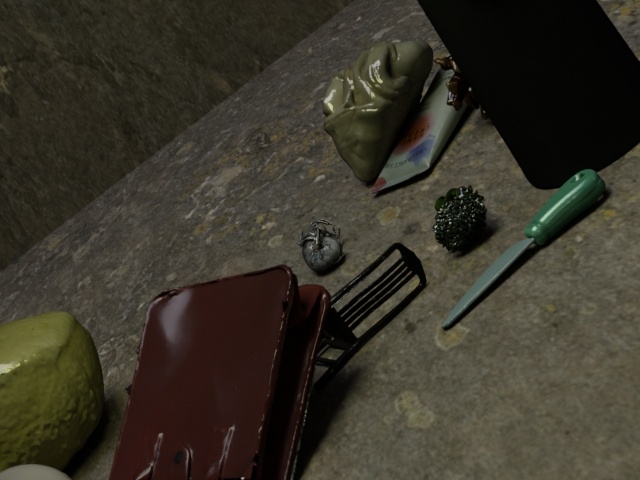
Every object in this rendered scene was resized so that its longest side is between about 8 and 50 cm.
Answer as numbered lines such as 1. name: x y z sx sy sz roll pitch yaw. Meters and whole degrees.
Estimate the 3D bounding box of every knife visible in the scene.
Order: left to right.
1. knife: 0.231 0.010 1.677 0.260 0.034 0.063 -42 13 -5

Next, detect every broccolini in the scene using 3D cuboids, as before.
1. broccolini: 0.184 -0.037 1.871 0.068 0.091 0.202 10 11 4

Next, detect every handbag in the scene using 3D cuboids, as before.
1. handbag: -0.117 0.173 1.667 0.260 0.084 0.275 -11 55 41

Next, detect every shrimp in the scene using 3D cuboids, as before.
1. shrimp: 0.000 0.000 2.124 0.065 0.056 0.165 -48 23 19

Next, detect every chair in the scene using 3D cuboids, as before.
1. chair: 0.027 0.086 1.790 0.212 0.084 0.101 -44 22 -21

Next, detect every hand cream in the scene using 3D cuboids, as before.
1. hand cream: 0.184 -0.201 2.282 0.124 0.078 0.340 -20 28 46

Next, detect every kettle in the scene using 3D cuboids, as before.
1. kettle: 0.283 -0.264 1.814 0.203 0.308 0.262 -17 26 46

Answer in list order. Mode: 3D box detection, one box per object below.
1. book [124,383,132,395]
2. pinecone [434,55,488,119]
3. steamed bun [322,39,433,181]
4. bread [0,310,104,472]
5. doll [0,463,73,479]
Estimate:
1. book: -0.188 0.193 2.046 0.157 0.026 0.231 -38 17 -13
2. pinecone: 0.270 -0.288 2.160 0.204 0.179 0.184 -48 -12 25
3. steamed bun: 0.079 -0.227 2.311 0.211 0.144 0.218 -52 -18 -45
4. bread: -0.458 0.246 2.104 0.320 0.237 0.320 -19 19 7
5. doll: -0.320 0.355 1.546 0.251 0.221 0.221 -34 17 12
